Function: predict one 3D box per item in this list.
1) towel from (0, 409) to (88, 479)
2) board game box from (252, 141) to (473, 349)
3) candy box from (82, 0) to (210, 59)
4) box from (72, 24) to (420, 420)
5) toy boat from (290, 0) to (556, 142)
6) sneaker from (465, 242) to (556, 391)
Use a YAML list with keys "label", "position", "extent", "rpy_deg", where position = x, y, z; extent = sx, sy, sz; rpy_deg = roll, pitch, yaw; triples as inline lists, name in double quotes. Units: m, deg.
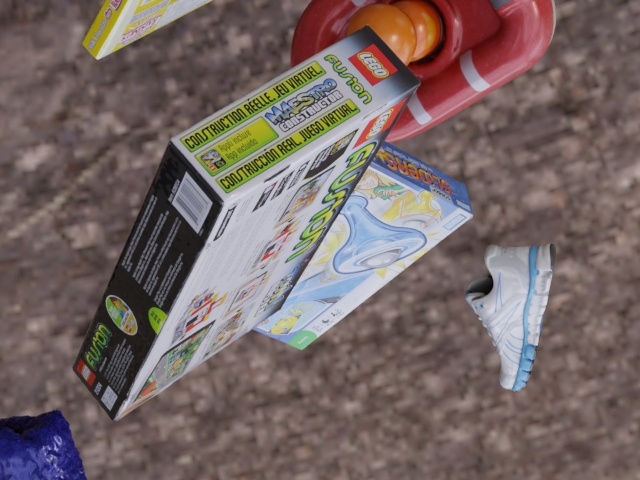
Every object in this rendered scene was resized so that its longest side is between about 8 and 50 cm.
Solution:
- label: "towel"
  position: [-0.218, 0.265, 1.168]
  extent: [0.228, 0.308, 0.076]
  rpy_deg: [-9, -165, 26]
- label: "board game box"
  position: [0.000, 0.000, 1.322]
  extent: [0.136, 0.035, 0.201]
  rpy_deg: [25, 129, -36]
- label: "candy box"
  position: [-0.131, -0.244, 1.589]
  extent: [0.206, 0.027, 0.105]
  rpy_deg: [-37, 171, -46]
- label: "box"
  position: [-0.039, -0.001, 0.758]
  extent: [0.114, 0.036, 0.207]
  rpy_deg: [-34, 166, -33]
- label: "toy boat"
  position: [0.067, -0.168, 1.383]
  extent: [0.231, 0.151, 0.151]
  rpy_deg: [-31, 177, 34]
- label: "sneaker"
  position: [0.185, 0.072, 1.706]
  extent: [0.083, 0.071, 0.190]
  rpy_deg: [9, 130, 7]
